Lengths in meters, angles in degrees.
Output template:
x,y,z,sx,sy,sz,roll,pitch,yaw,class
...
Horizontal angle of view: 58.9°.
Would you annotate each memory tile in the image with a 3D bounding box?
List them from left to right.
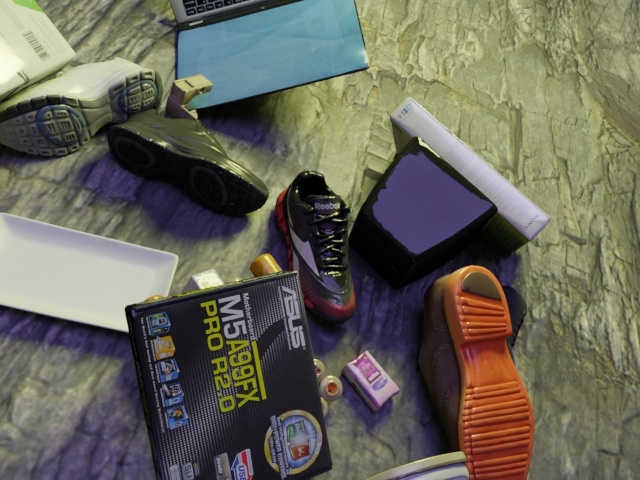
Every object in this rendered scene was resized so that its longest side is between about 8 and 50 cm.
x,y,z,sx,sy,sz,roll,pitch,yaw,class
-0.045,0.203,0.806,0.148,0.012,0.113,46,66,-7,memory tile

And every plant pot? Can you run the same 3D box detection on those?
x,y,z,sx,sy,sz,roll,pitch,yaw,class
0.156,-0.029,0.986,0.167,0.188,0.187,-40,76,-24,plant pot

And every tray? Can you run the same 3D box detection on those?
x,y,z,sx,sy,sz,roll,pitch,yaw,class
-0.357,0.054,0.823,0.270,0.030,0.145,15,53,-10,tray

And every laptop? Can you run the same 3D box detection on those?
x,y,z,sx,sy,sz,roll,pitch,yaw,class
-0.136,-0.502,1.081,0.382,0.408,0.236,-12,24,6,laptop

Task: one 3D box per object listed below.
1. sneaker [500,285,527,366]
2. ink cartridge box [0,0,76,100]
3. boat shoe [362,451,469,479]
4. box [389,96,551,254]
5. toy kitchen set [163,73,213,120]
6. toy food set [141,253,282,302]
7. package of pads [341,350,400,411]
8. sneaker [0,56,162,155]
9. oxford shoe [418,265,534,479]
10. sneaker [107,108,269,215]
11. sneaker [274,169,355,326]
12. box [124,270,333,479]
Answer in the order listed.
x,y,z,sx,sy,sz,roll,pitch,yaw,class
0.314,0.163,0.963,0.118,0.083,0.222,5,57,-22,sneaker
-0.509,-0.297,0.855,0.160,0.092,0.219,56,32,-22,ink cartridge box
0.064,0.359,0.720,0.302,0.113,0.103,-14,63,-16,boat shoe
0.267,-0.110,1.059,0.058,0.232,0.322,-45,78,2,box
-0.235,-0.249,1.054,0.068,0.083,0.075,40,40,11,toy kitchen set
-0.142,0.110,0.805,0.232,0.111,0.104,-19,66,-48,toy food set
0.077,0.215,0.870,0.050,0.032,0.083,-28,69,-36,package of pads
-0.424,-0.238,0.977,0.129,0.111,0.297,35,47,28,sneaker
0.228,0.229,0.870,0.130,0.132,0.364,7,72,-25,oxford shoe
-0.212,-0.148,0.978,0.286,0.109,0.130,28,45,-2,sneaker
-0.001,0.000,0.929,0.097,0.135,0.276,-3,59,-25,sneaker
-0.111,0.190,0.717,0.216,0.060,0.270,-10,92,-26,box
